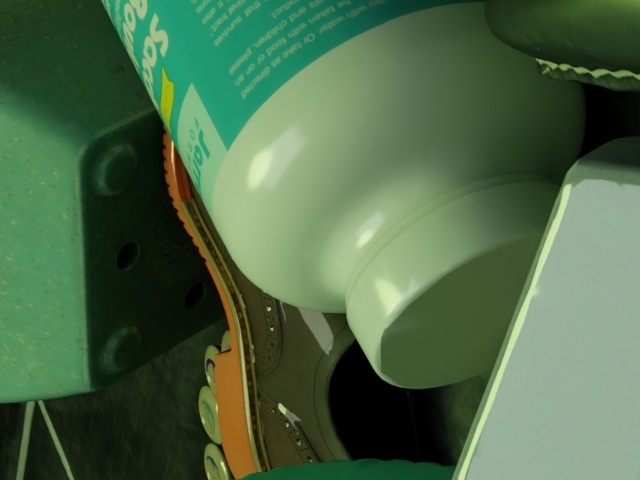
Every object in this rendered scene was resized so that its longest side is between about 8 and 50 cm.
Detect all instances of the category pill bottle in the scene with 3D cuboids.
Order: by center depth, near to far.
[{"bbox_3d":[0.006,-0.075,0.760,0.264,0.146,0.146,62,153,31],"label":"pill bottle"}]

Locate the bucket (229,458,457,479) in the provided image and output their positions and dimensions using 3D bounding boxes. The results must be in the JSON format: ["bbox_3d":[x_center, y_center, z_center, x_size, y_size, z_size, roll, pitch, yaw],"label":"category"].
[{"bbox_3d":[0.024,0.221,0.741,0.281,0.281,0.183,45,140,51],"label":"bucket"}]

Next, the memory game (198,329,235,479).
[{"bbox_3d":[-0.031,0.141,1.139,0.186,0.012,0.186,45,142,51],"label":"memory game"}]

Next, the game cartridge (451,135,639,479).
[{"bbox_3d":[0.164,0.102,0.444,0.294,0.060,0.196,31,122,25],"label":"game cartridge"}]

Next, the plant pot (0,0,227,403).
[{"bbox_3d":[-0.151,-0.055,1.024,0.252,0.248,0.247,28,131,33],"label":"plant pot"}]

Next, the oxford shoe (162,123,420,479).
[{"bbox_3d":[0.000,0.000,0.917,0.098,0.097,0.271,8,116,44],"label":"oxford shoe"}]

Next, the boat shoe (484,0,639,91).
[{"bbox_3d":[0.173,-0.039,0.365,0.340,0.127,0.113,-4,110,39],"label":"boat shoe"}]
